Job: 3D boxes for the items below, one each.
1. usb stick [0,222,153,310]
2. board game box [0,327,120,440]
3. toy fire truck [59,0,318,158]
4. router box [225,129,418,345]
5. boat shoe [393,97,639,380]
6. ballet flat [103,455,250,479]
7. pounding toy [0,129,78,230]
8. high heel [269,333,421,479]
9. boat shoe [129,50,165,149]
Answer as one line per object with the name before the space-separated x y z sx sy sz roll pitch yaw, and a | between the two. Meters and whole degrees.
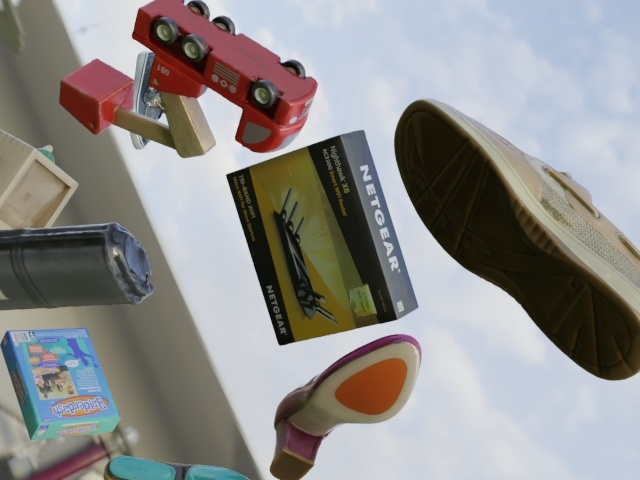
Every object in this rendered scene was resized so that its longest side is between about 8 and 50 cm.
usb stick | -0.260 0.024 0.768 0.077 0.278 0.045 67 23 -55
board game box | -0.471 0.254 1.881 0.047 0.160 0.210 -55 -130 34
toy fire truck | -0.103 -0.110 0.788 0.192 0.047 0.135 33 -47 10
router box | 0.000 0.000 1.714 0.243 0.081 0.309 -17 -88 34
boat shoe | 0.208 -0.013 1.023 0.341 0.110 0.122 50 -43 18
ballet flat | -0.209 0.373 1.560 0.080 0.232 0.073 -70 168 -58
pounding toy | -0.400 -0.079 1.389 0.100 0.141 0.130 27 -12 27
high heel | 0.035 0.213 1.607 0.127 0.181 0.377 34 -52 -15
boat shoe | -0.274 -0.242 1.770 0.065 0.083 0.183 67 24 -68
